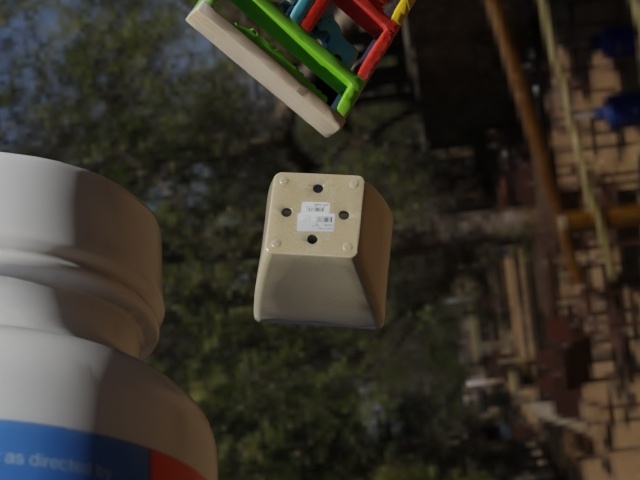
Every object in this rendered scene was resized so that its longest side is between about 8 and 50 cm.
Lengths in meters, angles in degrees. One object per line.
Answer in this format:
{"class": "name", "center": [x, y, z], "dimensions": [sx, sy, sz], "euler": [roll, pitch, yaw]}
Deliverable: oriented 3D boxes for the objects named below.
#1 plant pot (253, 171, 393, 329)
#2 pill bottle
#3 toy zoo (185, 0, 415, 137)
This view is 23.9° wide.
{"class": "plant pot", "center": [0.000, 0.000, 1.228], "dimensions": [0.096, 0.109, 0.109], "euler": [81, -166, -61]}
{"class": "pill bottle", "center": [-0.086, 0.095, 0.366], "dimensions": [0.124, 0.124, 0.221], "euler": [74, -167, -64]}
{"class": "toy zoo", "center": [0.003, -0.273, 1.590], "dimensions": [0.030, 0.192, 0.293], "euler": [-29, 26, 54]}
